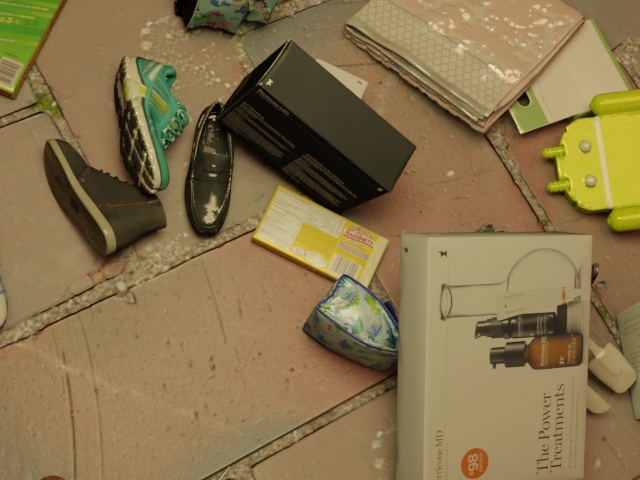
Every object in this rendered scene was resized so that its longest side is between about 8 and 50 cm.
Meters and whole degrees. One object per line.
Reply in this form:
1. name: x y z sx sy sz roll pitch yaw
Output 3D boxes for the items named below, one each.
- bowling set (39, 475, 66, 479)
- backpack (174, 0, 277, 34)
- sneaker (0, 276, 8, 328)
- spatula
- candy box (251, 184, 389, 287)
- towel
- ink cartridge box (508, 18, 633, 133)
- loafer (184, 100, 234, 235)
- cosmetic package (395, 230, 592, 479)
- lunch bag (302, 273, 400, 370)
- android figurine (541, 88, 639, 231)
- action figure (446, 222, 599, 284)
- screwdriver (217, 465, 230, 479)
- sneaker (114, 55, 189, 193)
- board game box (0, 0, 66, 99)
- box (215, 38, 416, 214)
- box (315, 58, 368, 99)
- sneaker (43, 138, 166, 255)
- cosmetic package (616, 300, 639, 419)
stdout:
1. bowling set: -0.363 0.439 1.257 0.287 0.154 0.200 14 50 -4
2. backpack: -0.148 -0.487 1.547 0.191 0.253 0.225 0 70 -11
3. sneaker: -0.521 0.024 1.384 0.085 0.086 0.237 -13 75 -17
4. spatula: 0.382 0.196 1.487 0.242 0.019 0.168 44 88 -9
5. candy box: 0.000 0.000 1.524 0.206 0.027 0.105 27 66 -1
6. towel: 0.257 -0.391 1.670 0.332 0.053 0.317 38 69 14
7. ink cartridge box: 0.429 -0.292 1.698 0.235 0.056 0.171 -20 75 -9
8. loafer: -0.179 -0.119 1.504 0.076 0.078 0.223 5 70 -9
9. cosmetic package: 0.257 0.176 1.377 0.284 0.097 0.377 -1 95 -21
10. lunch bag: 0.062 0.137 1.434 0.151 0.129 0.096 40 69 5
11. android figurine: 0.527 -0.139 1.621 0.273 0.056 0.248 -5 82 6
12. action figure: 0.300 0.067 1.523 0.285 0.099 0.185 9 80 -3
13. screwdriver: -0.181 0.399 1.352 0.025 0.024 0.170 28 62 32
14. sneaker: -0.262 -0.194 1.483 0.110 0.107 0.275 3 53 -22
15. board game box: -0.515 -0.369 1.551 0.124 0.039 0.259 21 71 -4
16. box: -0.009 -0.170 1.462 0.261 0.184 0.103 38 68 -16
17. box: 0.012 -0.230 1.576 0.102 0.087 0.101 26 68 -1
18. sneaker: -0.344 -0.080 1.470 0.118 0.083 0.222 -23 69 -37
19. cosmetic package: 0.595 0.186 1.507 0.151 0.151 0.183 -3 71 -11
